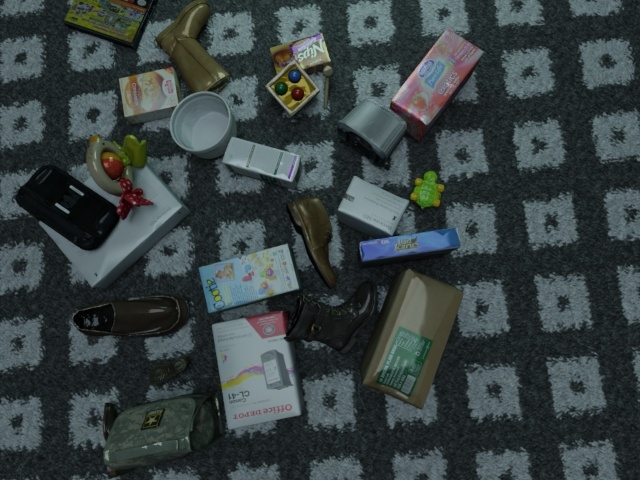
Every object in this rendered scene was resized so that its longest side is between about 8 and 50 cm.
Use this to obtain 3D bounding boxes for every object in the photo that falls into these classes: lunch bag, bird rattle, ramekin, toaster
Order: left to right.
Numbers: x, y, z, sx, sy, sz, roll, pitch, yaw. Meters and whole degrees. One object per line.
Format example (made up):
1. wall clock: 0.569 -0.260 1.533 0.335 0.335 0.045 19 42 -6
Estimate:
1. bird rattle: -0.613 -0.198 1.356 0.143 0.207 0.253 -9 71 19
2. lunch bag: -0.433 0.535 1.286 0.235 0.287 0.169 -11 82 2
3. ramekin: -0.371 -0.365 1.486 0.207 0.109 0.207 -2 76 10
4. toaster: 0.173 -0.344 1.456 0.227 0.129 0.146 37 83 9

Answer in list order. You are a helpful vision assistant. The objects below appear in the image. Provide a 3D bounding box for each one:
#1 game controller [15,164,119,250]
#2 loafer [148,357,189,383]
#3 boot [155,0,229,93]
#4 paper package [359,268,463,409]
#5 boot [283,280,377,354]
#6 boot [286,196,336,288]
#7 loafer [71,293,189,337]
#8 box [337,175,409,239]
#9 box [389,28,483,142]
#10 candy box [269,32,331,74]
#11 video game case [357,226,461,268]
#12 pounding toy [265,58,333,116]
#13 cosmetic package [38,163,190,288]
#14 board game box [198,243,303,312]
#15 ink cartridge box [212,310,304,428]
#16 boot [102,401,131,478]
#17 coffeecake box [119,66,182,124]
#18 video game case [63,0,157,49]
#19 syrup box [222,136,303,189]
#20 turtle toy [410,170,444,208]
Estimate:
1. game controller: -0.787 -0.107 1.422 0.319 0.067 0.166 33 70 7
2. loafer: -0.470 0.407 1.427 0.148 0.050 0.056 -22 78 16
3. boot: -0.398 -0.645 1.554 0.236 0.089 0.269 -41 82 8
4. paper package: 0.242 0.257 1.276 0.168 0.309 0.324 22 85 6
5. boot: 0.032 0.208 1.350 0.229 0.091 0.263 28 85 -29
6. boot: 0.000 0.000 1.434 0.115 0.112 0.305 -21 79 -11
7. loafer: -0.592 0.245 1.413 0.366 0.130 0.133 -9 82 2
8. box: 0.156 -0.087 1.393 0.181 0.182 0.119 25 84 6
9. box: 0.359 -0.488 1.453 0.142 0.154 0.300 37 86 7
10. candy box: -0.066 -0.617 1.545 0.187 0.053 0.109 -15 82 2
11. video game case: 0.246 0.027 1.341 0.270 0.244 0.061 -8 80 2
12. pounding toy: -0.042 -0.497 1.481 0.206 0.094 0.181 -41 101 7
13. cosmetic package: -0.662 -0.075 1.479 0.377 0.097 0.284 -42 80 -3
14. board game box: -0.208 0.120 1.404 0.275 0.142 0.144 -15 82 1
15. ink cartridge box: -0.184 0.379 1.373 0.226 0.131 0.306 -12 80 1
16. boot: -0.607 0.602 1.406 0.106 0.082 0.219 -8 77 -20
17. coffeecake box: -0.570 -0.489 1.546 0.186 0.068 0.142 -12 81 1
18. video game case: -0.735 -0.833 1.621 0.275 0.035 0.248 20 83 5
19. syrup box: -0.183 -0.248 1.478 0.237 0.093 0.096 17 82 5
20. turtle toy: 0.340 -0.162 1.451 0.095 0.066 0.130 17 83 6
